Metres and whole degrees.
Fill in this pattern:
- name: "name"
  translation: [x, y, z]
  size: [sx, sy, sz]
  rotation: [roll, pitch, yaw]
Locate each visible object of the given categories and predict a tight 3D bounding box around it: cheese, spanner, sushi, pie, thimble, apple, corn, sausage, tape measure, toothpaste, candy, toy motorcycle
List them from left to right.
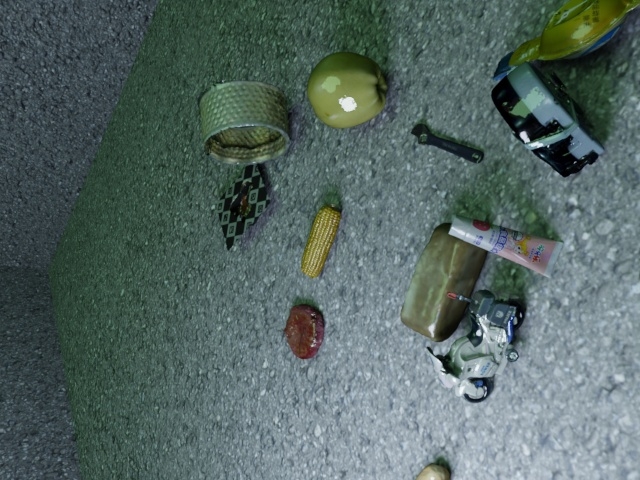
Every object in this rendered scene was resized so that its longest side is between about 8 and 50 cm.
- name: "thimble"
  translation: [-0.226, -0.342, 1.499]
  size: [0.270, 0.270, 0.150]
  rotation: [-23, 67, 42]
- name: "sushi"
  translation: [-0.237, -0.112, 1.624]
  size: [0.231, 0.047, 0.220]
  rotation: [-45, 47, 26]
- name: "pie"
  translation: [-0.047, 0.240, 1.345]
  size: [0.153, 0.038, 0.154]
  rotation: [-15, 70, 47]
- name: "corn"
  translation: [0.000, 0.000, 1.326]
  size: [0.068, 0.068, 0.208]
  rotation: [33, 109, 46]
- name: "apple"
  translation: [0.065, -0.368, 1.251]
  size: [0.200, 0.199, 0.200]
  rotation: [-13, 72, 45]
- name: "sausage"
  translation: [0.171, 0.574, 1.017]
  size: [0.065, 0.065, 0.302]
  rotation: [37, 108, 45]
- name: "candy"
  translation: [0.246, 0.082, 1.014]
  size: [0.104, 0.102, 0.234]
  rotation: [25, 102, 48]
- name: "spanner"
  translation: [0.274, -0.214, 1.114]
  size: [0.208, 0.012, 0.046]
  rotation: [36, 107, 45]
- name: "toy motorcycle"
  translation: [0.281, 0.189, 0.929]
  size: [0.102, 0.150, 0.221]
  rotation: [-112, 42, -78]
- name: "toothpaste"
  translation: [0.333, 0.003, 0.922]
  size: [0.194, 0.043, 0.067]
  rotation: [20, 96, 9]
- name: "tape measure"
  translation: [0.383, -0.219, 0.872]
  size: [0.107, 0.180, 0.182]
  rotation: [-39, 54, 31]
- name: "cheese"
  translation: [0.433, -0.370, 0.909]
  size: [0.270, 0.069, 0.177]
  rotation: [-17, 36, 50]
